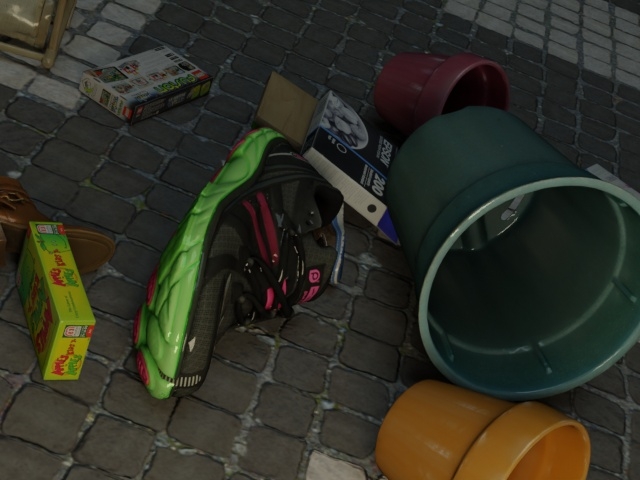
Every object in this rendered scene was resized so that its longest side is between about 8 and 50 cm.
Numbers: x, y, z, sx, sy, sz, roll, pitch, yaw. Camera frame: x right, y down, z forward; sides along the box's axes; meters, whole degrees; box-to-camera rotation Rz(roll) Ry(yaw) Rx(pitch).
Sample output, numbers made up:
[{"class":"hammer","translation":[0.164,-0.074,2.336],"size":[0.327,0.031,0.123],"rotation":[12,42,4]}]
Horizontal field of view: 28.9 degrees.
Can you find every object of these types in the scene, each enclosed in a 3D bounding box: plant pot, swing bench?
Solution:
[{"class":"plant pot","translation":[0.253,-0.012,1.741],"size":[0.341,0.341,0.334],"rotation":[9,27,-20]},{"class":"swing bench","translation":[-0.522,-0.427,2.005],"size":[0.253,0.165,0.254],"rotation":[16,28,-10]},{"class":"plant pot","translation":[0.173,0.255,1.419],"size":[0.205,0.205,0.188],"rotation":[-14,32,-43]},{"class":"plant pot","translation":[0.200,-0.243,2.160],"size":[0.201,0.201,0.180],"rotation":[-13,32,-43]}]

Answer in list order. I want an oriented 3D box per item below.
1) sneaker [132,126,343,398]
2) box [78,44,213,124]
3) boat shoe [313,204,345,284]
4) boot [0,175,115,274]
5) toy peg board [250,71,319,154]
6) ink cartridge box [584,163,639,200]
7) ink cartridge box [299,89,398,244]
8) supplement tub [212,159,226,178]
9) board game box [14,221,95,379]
[{"class":"sneaker","translation":[-0.085,0.025,1.581],"size":[0.202,0.185,0.482],"rotation":[30,42,-2]},{"class":"box","translation":[-0.280,-0.255,2.011],"size":[0.114,0.036,0.207],"rotation":[35,34,18]},{"class":"boat shoe","translation":[0.000,0.000,1.796],"size":[0.066,0.066,0.183],"rotation":[4,33,-4]},{"class":"boot","translation":[-0.372,-0.027,1.597],"size":[0.197,0.073,0.152],"rotation":[5,32,-30]},{"class":"toy peg board","translation":[-0.044,-0.170,2.015],"size":[0.161,0.079,0.161],"rotation":[33,32,-13]},{"class":"ink cartridge box","translation":[0.492,-0.049,2.131],"size":[0.143,0.090,0.092],"rotation":[40,36,23]},{"class":"ink cartridge box","translation":[0.067,-0.118,1.953],"size":[0.208,0.045,0.206],"rotation":[40,30,-15]},{"class":"supplement tub","translation":[-0.103,-0.075,1.827],"size":[0.107,0.071,0.071],"rotation":[12,34,-16]},{"class":"board game box","translation":[-0.316,0.069,1.467],"size":[0.043,0.092,0.181],"rotation":[3,37,-29]}]
